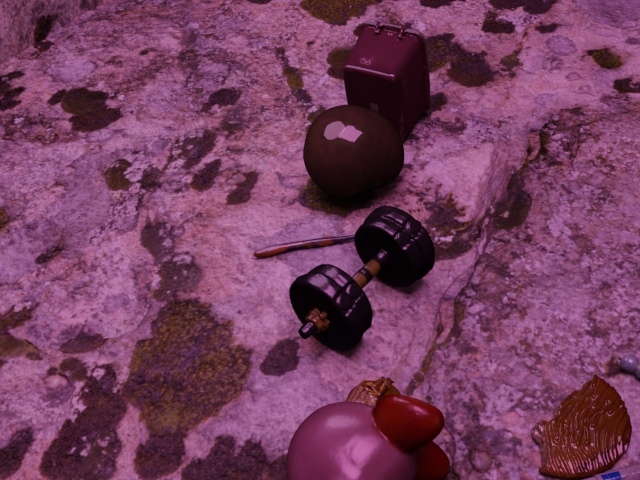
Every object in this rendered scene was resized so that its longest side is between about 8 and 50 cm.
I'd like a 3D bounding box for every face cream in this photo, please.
[{"bbox_3d":[0.499,0.419,1.339,0.130,0.034,0.034,-11,46,-5],"label":"face cream"}]

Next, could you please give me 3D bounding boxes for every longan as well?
[{"bbox_3d":[0.082,-0.214,1.883,0.248,0.248,0.248,-3,45,3],"label":"longan"}]

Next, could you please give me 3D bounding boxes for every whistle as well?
[{"bbox_3d":[0.623,0.252,1.490,0.100,0.035,0.035,31,56,29],"label":"whistle"}]

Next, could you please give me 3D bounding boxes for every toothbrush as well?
[{"bbox_3d":[0.001,0.002,1.807,0.320,0.023,0.031,-13,39,-8],"label":"toothbrush"}]

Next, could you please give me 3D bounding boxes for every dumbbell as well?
[{"bbox_3d":[0.091,0.075,1.614,0.185,0.185,0.388,29,55,29],"label":"dumbbell"}]

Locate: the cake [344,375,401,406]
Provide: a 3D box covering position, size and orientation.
[{"bbox_3d":[0.079,0.337,1.463,0.079,0.116,0.185,24,84,32],"label":"cake"}]

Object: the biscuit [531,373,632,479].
[{"bbox_3d":[0.482,0.338,1.423,0.176,0.031,0.229,8,48,11],"label":"biscuit"}]

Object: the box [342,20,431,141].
[{"bbox_3d":[0.172,-0.405,2.015,0.193,0.294,0.168,16,60,22],"label":"box"}]

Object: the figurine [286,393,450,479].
[{"bbox_3d":[0.060,0.368,1.296,0.261,0.270,0.211,-43,56,-18],"label":"figurine"}]
